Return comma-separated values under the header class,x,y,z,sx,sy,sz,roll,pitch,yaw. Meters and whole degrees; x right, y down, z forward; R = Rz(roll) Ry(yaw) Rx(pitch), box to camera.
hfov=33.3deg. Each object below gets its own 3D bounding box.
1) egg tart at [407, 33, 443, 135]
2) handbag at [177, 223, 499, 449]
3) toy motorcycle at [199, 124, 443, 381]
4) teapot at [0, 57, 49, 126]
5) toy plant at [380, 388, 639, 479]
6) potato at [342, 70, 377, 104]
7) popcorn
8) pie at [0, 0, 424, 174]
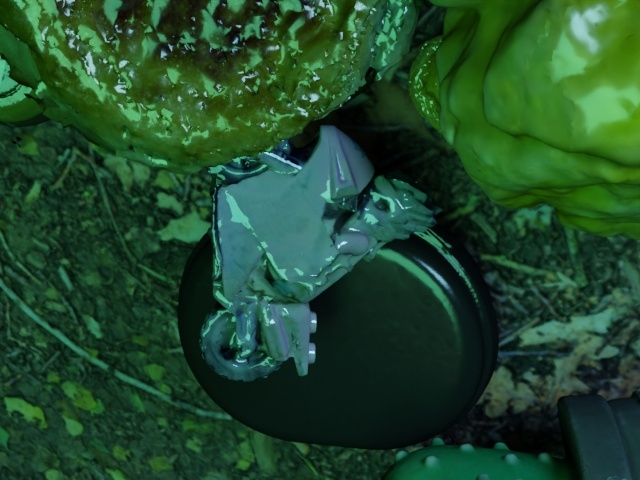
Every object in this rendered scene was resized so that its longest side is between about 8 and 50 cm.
class,x,y,z,sx,sy,sz,roll,pitch,yaw
egg tart,0.126,-0.136,0.902,0.105,0.039,0.105,7,115,15
handbag,0.014,0.074,1.006,0.308,0.093,0.254,3,113,17
toy motorcycle,0.001,0.003,0.871,0.204,0.108,0.239,-1,125,-7
teapot,-0.263,-0.185,0.964,0.130,0.119,0.166,33,111,-5
toy plant,0.209,0.226,0.935,0.400,0.279,0.185,-12,105,6
potato,-0.080,-0.137,0.874,0.264,0.211,0.189,19,110,8
popcorn,0.246,-0.120,0.719,0.334,0.292,0.294,-25,107,21
pie,-0.092,-0.198,0.712,0.354,0.103,0.288,-24,114,8
